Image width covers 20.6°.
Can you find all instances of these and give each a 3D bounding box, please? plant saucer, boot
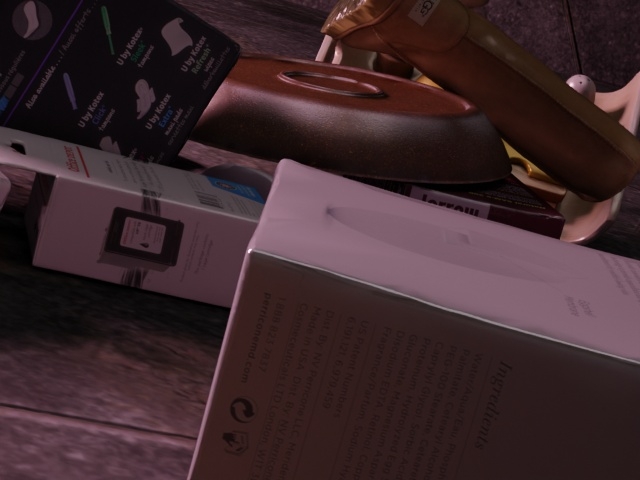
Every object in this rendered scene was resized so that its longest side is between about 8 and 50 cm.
[{"bbox_3d":[0.005,-0.105,1.411,0.310,0.050,0.310,10,12,-2],"label":"plant saucer"},{"bbox_3d":[0.136,-0.139,1.543,0.269,0.089,0.236,37,2,-11],"label":"boot"}]

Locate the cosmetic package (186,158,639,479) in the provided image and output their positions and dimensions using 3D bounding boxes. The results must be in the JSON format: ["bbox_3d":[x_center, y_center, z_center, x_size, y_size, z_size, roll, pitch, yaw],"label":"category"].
[{"bbox_3d":[0.067,0.074,0.755,0.224,0.138,0.224,15,12,0],"label":"cosmetic package"}]

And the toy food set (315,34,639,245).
[{"bbox_3d":[0.144,-0.129,1.646,0.306,0.092,0.220,17,47,4],"label":"toy food set"}]

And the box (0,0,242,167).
[{"bbox_3d":[-0.209,-0.149,1.200,0.270,0.143,0.165,32,2,-15],"label":"box"}]

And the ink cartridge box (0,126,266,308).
[{"bbox_3d":[-0.124,-0.014,1.096,0.180,0.060,0.104,13,13,-16],"label":"ink cartridge box"}]

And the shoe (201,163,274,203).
[{"bbox_3d":[0.000,0.000,1.208,0.178,0.063,0.081,27,14,22],"label":"shoe"}]

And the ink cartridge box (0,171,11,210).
[{"bbox_3d":[-0.350,-0.089,1.039,0.261,0.066,0.296,21,7,-33],"label":"ink cartridge box"}]

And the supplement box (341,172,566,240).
[{"bbox_3d":[0.098,-0.026,1.419,0.130,0.073,0.239,12,12,-11],"label":"supplement box"}]

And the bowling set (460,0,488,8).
[{"bbox_3d":[0.092,-0.145,1.842,0.154,0.200,0.287,5,49,-1],"label":"bowling set"}]
